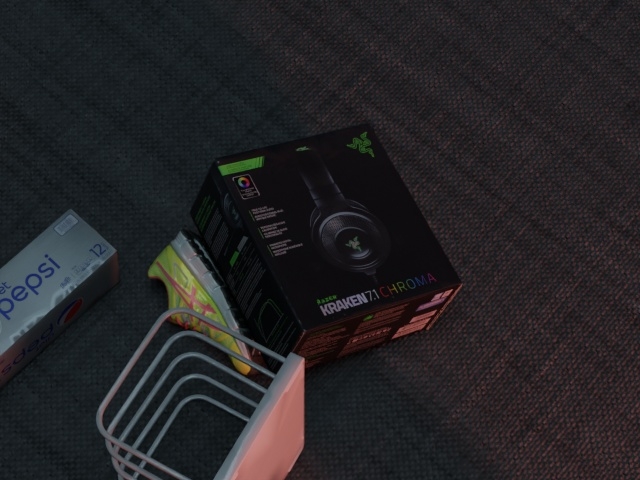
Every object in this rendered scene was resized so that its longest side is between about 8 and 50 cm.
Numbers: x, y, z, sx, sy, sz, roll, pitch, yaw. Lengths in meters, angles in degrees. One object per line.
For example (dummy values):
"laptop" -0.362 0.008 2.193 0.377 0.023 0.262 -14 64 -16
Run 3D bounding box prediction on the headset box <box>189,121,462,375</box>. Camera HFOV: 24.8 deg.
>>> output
"headset box" 0.000 0.000 1.876 0.246 0.131 0.283 -15 64 -29

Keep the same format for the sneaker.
"sneaker" -0.150 0.093 1.890 0.094 0.081 0.208 -35 77 12

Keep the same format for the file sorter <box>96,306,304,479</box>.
"file sorter" -0.137 0.232 1.706 0.173 0.278 0.193 26 65 13

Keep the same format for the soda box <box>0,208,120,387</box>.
"soda box" -0.387 0.096 1.849 0.091 0.098 0.286 41 68 14
